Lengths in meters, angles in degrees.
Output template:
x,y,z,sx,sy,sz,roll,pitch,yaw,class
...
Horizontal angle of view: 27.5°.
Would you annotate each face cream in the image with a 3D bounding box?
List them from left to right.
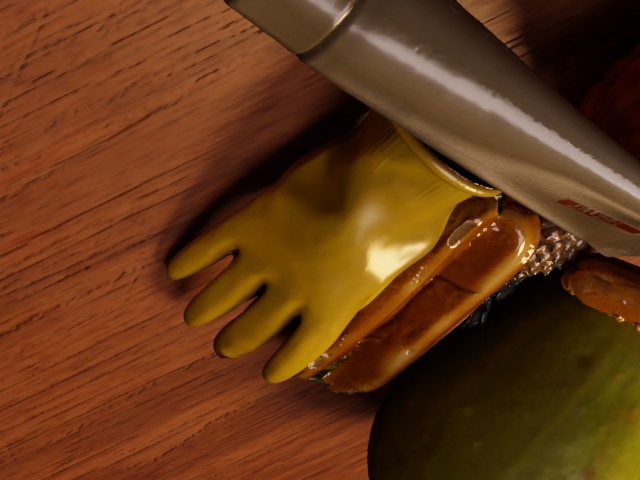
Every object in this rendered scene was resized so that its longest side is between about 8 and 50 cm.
x,y,z,sx,sy,sz,roll,pitch,yaw,class
0.098,-0.080,0.792,0.341,0.084,0.137,34,164,-21,face cream

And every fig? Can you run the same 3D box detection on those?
x,y,z,sx,sy,sz,roll,pitch,yaw,class
0.193,0.169,1.195,0.258,0.258,0.326,17,109,-44,fig

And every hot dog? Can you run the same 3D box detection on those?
x,y,z,sx,sy,sz,roll,pitch,yaw,class
0.064,0.041,1.074,0.115,0.072,0.269,19,132,-37,hot dog
0.278,0.055,1.076,0.165,0.071,0.045,22,106,2,hot dog

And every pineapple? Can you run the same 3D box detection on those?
x,y,z,sx,sy,sz,roll,pitch,yaw,class
0.157,0.018,1.107,0.074,0.074,0.159,11,138,-40,pineapple

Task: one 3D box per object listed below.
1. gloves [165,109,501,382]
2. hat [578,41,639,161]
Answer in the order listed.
x,y,z,sx,sy,sz,roll,pitch,yaw,class
-0.001,-0.001,0.961,0.294,0.133,0.116,-43,-176,33,gloves
0.399,-0.100,0.919,0.400,0.285,0.285,-40,143,15,hat
